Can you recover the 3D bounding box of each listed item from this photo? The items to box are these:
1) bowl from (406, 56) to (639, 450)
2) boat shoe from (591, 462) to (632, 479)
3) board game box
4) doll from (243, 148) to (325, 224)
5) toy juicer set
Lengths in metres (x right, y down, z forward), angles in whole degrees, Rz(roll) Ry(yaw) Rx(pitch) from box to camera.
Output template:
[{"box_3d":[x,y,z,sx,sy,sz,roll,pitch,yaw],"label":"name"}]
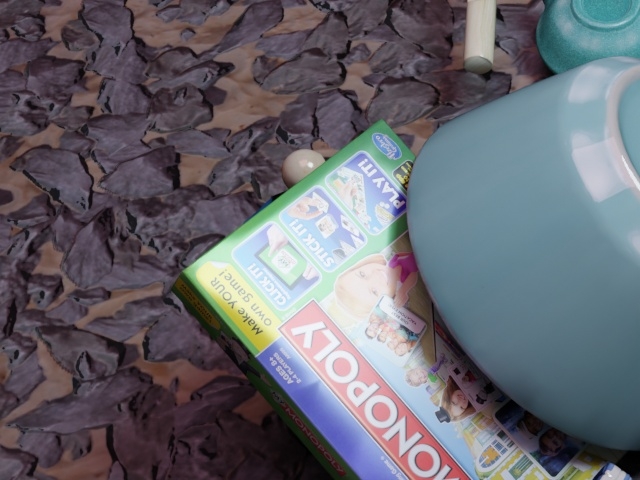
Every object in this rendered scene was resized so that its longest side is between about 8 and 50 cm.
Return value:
[{"box_3d":[0.238,-0.016,1.180,0.312,0.163,0.311,20,48,-24],"label":"bowl"},{"box_3d":[0.180,0.244,1.095,0.066,0.066,0.183,35,72,10],"label":"boat shoe"},{"box_3d":[0.071,0.089,1.177,0.213,0.046,0.317,-39,84,-27],"label":"board game box"},{"box_3d":[0.000,0.000,1.301,0.129,0.189,0.046,-11,40,0],"label":"doll"},{"box_3d":[0.262,-0.178,1.526,0.329,0.089,0.209,20,63,18],"label":"toy juicer set"}]
